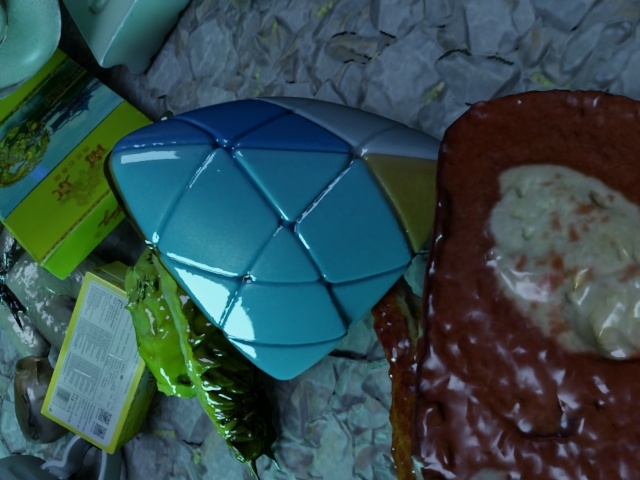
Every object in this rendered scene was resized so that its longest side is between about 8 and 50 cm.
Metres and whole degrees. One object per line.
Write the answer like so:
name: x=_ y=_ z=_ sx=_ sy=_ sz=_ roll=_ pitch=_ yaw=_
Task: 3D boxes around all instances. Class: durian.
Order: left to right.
durian: x=-0.109 y=0.072 z=0.750 sx=0.132 sy=0.107 sz=0.375 roll=-10 pitch=94 yaw=42

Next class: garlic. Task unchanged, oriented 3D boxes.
garlic: x=-0.320 y=0.196 z=0.989 sx=0.084 sy=0.066 sz=0.152 roll=46 pitch=142 yaw=36

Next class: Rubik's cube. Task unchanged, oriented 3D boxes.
Rubik's cube: x=0.000 y=0.000 z=0.649 sx=0.254 sy=0.254 sz=0.254 roll=-2 pitch=87 yaw=41

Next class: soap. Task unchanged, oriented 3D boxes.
soap: x=-0.230 y=-0.293 z=0.929 sx=0.119 sy=0.066 sz=0.198 roll=-49 pitch=59 yaw=27

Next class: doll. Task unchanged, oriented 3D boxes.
doll: x=-0.349 y=0.037 z=0.983 sx=0.278 sy=0.149 sz=0.175 roll=20 pitch=76 yaw=29

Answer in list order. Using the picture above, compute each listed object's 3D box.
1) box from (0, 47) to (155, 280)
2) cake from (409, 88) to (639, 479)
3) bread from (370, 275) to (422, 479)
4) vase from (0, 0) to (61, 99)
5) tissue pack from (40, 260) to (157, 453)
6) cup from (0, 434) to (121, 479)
box: x=-0.315 y=-0.115 z=0.955 sx=0.187 sy=0.047 sz=0.335 roll=-47 pitch=55 yaw=-7
cake: x=0.149 y=0.056 z=0.485 sx=0.177 sy=0.151 sz=0.283 roll=3 pitch=63 yaw=13
bread: x=0.105 y=0.122 z=0.602 sx=0.139 sy=0.095 sz=0.268 roll=-28 pitch=66 yaw=29
vase: x=-0.435 y=-0.321 z=0.956 sx=0.445 sy=0.250 sz=0.250 roll=50 pitch=120 yaw=45
tissue pack: x=-0.216 y=0.121 z=0.885 sx=0.095 sy=0.062 sz=0.176 roll=26 pitch=106 yaw=13
cup: x=-0.294 y=0.326 z=0.900 sx=0.202 sy=0.167 sz=0.221 roll=22 pitch=104 yaw=37
